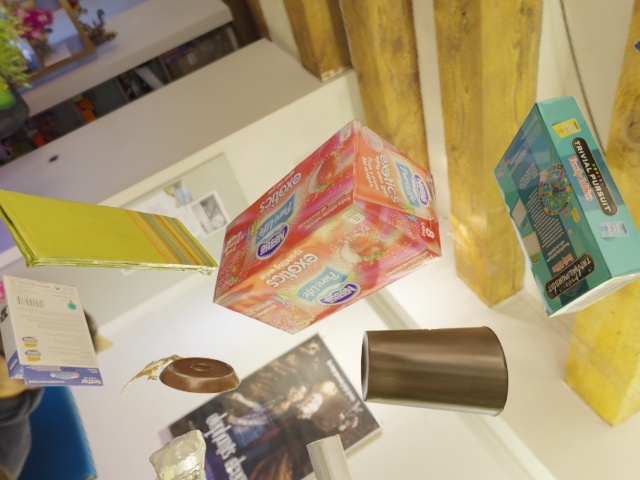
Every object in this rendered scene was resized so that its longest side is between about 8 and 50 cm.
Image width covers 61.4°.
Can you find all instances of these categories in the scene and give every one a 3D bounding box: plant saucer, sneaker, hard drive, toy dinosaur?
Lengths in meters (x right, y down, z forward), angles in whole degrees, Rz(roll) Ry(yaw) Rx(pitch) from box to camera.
[{"bbox_3d":[-0.251,0.277,1.128,0.168,0.168,0.029,-159,-105,-74],"label":"plant saucer"},{"bbox_3d":[-0.209,0.391,0.862,0.115,0.090,0.232,51,-32,30],"label":"sneaker"},{"bbox_3d":[0.055,0.525,0.935,0.233,0.047,0.353,104,-31,-68],"label":"hard drive"},{"bbox_3d":[-0.462,0.350,1.466,0.053,0.183,0.092,58,-14,13],"label":"toy dinosaur"}]

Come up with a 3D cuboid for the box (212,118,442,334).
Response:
[{"bbox_3d":[0.000,0.000,0.738,0.154,0.300,0.142,28,47,-31],"label":"box"}]

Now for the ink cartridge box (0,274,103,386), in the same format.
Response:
[{"bbox_3d":[-0.632,0.222,1.249,0.185,0.065,0.311,21,27,-51],"label":"ink cartridge box"}]

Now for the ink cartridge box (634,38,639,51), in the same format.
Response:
[{"bbox_3d":[0.561,-0.315,0.813,0.097,0.207,0.046,46,-31,3],"label":"ink cartridge box"}]

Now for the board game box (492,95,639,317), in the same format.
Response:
[{"bbox_3d":[0.450,-0.054,1.008,0.254,0.079,0.336,91,-13,-68],"label":"board game box"}]

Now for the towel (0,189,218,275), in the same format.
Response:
[{"bbox_3d":[-0.216,-0.003,0.573,0.102,0.021,0.237,44,16,25],"label":"towel"}]

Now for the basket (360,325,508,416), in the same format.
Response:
[{"bbox_3d":[0.191,0.230,0.972,0.204,0.226,0.154,-118,-150,-85],"label":"basket"}]
